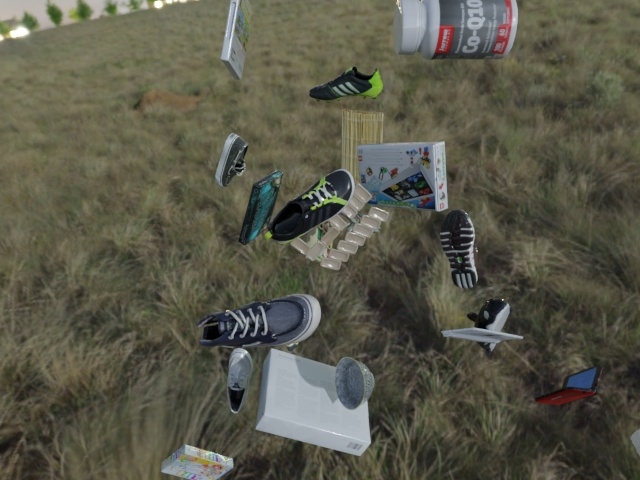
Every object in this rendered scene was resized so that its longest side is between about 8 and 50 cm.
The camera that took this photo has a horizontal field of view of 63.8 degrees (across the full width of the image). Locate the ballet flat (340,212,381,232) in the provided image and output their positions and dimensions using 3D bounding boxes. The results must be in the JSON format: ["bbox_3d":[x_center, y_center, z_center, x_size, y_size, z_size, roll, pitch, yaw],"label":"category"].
[{"bbox_3d":[0.097,-0.066,1.613,0.079,0.221,0.077,-52,37,4],"label":"ballet flat"}]

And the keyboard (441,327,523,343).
[{"bbox_3d":[0.347,0.200,1.085,0.072,0.014,0.256,-22,-25,36],"label":"keyboard"}]

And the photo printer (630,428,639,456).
[{"bbox_3d":[0.743,0.343,0.948,0.307,0.107,0.256,-42,-22,15],"label":"photo printer"}]

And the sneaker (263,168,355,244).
[{"bbox_3d":[-0.020,-0.068,1.106,0.235,0.084,0.097,-40,-6,0],"label":"sneaker"}]

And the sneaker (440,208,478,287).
[{"bbox_3d":[0.466,0.004,1.703,0.106,0.281,0.162,-1,26,23],"label":"sneaker"}]

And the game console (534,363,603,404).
[{"bbox_3d":[0.646,0.373,1.343,0.124,0.144,0.085,10,59,-13],"label":"game console"}]

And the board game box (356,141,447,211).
[{"bbox_3d":[0.239,-0.196,1.551,0.053,0.193,0.305,-19,19,-38],"label":"board game box"}]

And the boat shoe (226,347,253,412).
[{"bbox_3d":[-0.309,0.538,1.958,0.095,0.258,0.084,2,20,2],"label":"boat shoe"}]

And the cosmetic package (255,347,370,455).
[{"bbox_3d":[-0.021,0.554,1.778,0.377,0.097,0.284,20,35,-12],"label":"cosmetic package"}]

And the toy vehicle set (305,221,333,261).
[{"bbox_3d":[0.000,0.000,1.820,0.035,0.166,0.267,2,-9,12],"label":"toy vehicle set"}]

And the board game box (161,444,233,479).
[{"bbox_3d":[-0.322,0.591,1.353,0.103,0.154,0.026,-42,36,22],"label":"board game box"}]

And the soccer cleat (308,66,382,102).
[{"bbox_3d":[0.057,-0.368,1.207,0.179,0.072,0.060,0,42,16],"label":"soccer cleat"}]

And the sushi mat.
[{"bbox_3d":[0.140,-0.286,1.757,0.151,0.316,0.019,12,31,23],"label":"sushi mat"}]

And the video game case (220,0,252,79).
[{"bbox_3d":[-0.236,-0.585,1.462,0.026,0.206,0.227,11,4,-1],"label":"video game case"}]

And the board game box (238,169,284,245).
[{"bbox_3d":[-0.159,-0.089,1.379,0.026,0.186,0.126,29,34,13],"label":"board game box"}]

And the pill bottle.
[{"bbox_3d":[0.339,-0.549,1.322,0.283,0.161,0.161,-2,27,-2],"label":"pill bottle"}]

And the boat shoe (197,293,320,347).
[{"bbox_3d":[-0.166,0.214,1.299,0.341,0.127,0.158,-25,-21,38],"label":"boat shoe"}]

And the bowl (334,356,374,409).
[{"bbox_3d":[0.125,0.469,1.700,0.080,0.170,0.170,4,16,-33],"label":"bowl"}]

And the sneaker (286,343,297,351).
[{"bbox_3d":[-0.079,0.301,1.538,0.031,0.035,0.083,10,24,27],"label":"sneaker"}]

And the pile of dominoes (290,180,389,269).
[{"bbox_3d":[0.043,-0.047,1.434,0.251,0.196,0.040,-47,18,8],"label":"pile of dominoes"}]

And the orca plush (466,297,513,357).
[{"bbox_3d":[0.502,0.244,1.567,0.102,0.287,0.151,36,81,30],"label":"orca plush"}]

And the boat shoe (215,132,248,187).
[{"bbox_3d":[-0.274,-0.233,1.603,0.070,0.219,0.077,31,51,3],"label":"boat shoe"}]
